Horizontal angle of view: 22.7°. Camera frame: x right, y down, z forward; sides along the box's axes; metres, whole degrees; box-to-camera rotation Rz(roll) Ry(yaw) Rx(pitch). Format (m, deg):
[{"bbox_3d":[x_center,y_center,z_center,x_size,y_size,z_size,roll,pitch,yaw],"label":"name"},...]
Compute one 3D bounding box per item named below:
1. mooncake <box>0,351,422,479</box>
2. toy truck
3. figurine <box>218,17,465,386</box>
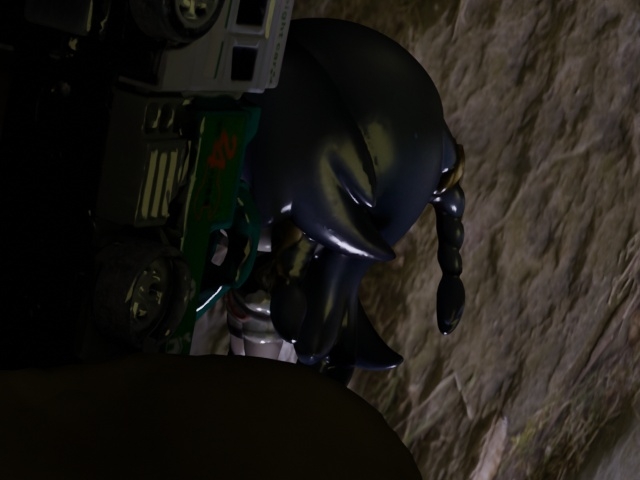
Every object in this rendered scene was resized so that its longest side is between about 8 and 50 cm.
[{"bbox_3d":[-0.108,0.285,0.775,0.467,0.262,0.467,-6,120,-11],"label":"mooncake"},{"bbox_3d":[-0.120,-0.029,0.904,0.178,0.177,0.363,-14,117,-59],"label":"toy truck"},{"bbox_3d":[-0.003,-0.016,1.054,0.197,0.175,0.265,-33,137,-29],"label":"figurine"}]
